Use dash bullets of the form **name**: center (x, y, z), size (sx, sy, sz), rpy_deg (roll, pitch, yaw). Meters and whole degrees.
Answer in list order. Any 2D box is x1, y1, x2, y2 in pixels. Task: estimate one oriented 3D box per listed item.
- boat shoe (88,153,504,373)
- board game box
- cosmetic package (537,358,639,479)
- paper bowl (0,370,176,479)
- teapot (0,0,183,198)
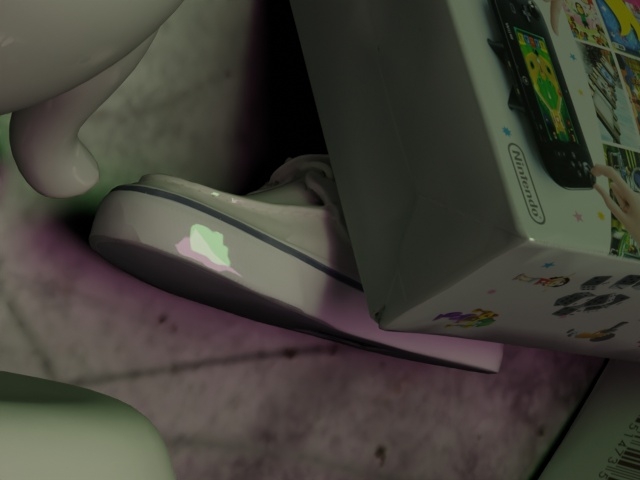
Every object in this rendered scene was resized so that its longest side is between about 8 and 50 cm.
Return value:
- **boat shoe**: center (0.000, 0.000, 0.736), size (0.258, 0.095, 0.084), rpy_deg (21, 78, -50)
- **board game box**: center (0.139, -0.058, 0.762), size (0.303, 0.097, 0.224), rpy_deg (10, 57, -41)
- **cosmetic package**: center (0.282, 0.252, 0.951), size (0.217, 0.156, 0.385), rpy_deg (-53, 125, -21)
- **paper bowl**: center (-0.154, 0.112, 0.491), size (0.284, 0.284, 0.148), rpy_deg (9, 88, -40)
- **teapot**: center (-0.168, -0.138, 0.520), size (0.252, 0.187, 0.256), rpy_deg (-17, 80, -56)
